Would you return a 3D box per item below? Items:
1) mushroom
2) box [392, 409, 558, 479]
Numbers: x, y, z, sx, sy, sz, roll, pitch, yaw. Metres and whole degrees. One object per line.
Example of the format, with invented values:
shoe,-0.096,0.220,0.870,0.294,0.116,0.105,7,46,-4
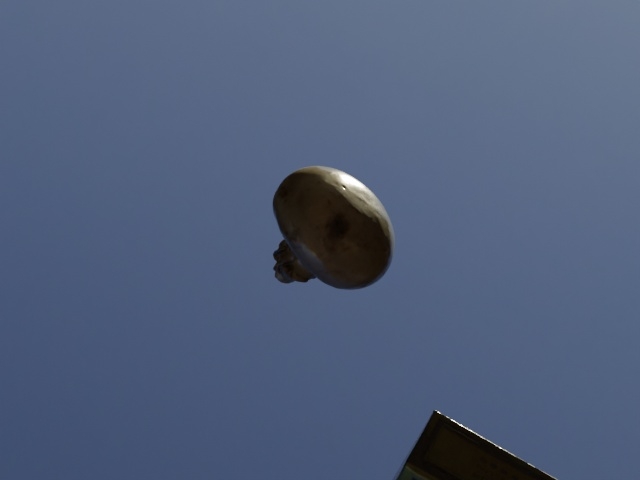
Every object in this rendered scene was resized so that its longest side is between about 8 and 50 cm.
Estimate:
mushroom,0.000,0.000,1.168,0.085,0.079,0.085,37,-155,-20
box,0.141,0.226,1.309,0.220,0.141,0.064,29,-135,4
